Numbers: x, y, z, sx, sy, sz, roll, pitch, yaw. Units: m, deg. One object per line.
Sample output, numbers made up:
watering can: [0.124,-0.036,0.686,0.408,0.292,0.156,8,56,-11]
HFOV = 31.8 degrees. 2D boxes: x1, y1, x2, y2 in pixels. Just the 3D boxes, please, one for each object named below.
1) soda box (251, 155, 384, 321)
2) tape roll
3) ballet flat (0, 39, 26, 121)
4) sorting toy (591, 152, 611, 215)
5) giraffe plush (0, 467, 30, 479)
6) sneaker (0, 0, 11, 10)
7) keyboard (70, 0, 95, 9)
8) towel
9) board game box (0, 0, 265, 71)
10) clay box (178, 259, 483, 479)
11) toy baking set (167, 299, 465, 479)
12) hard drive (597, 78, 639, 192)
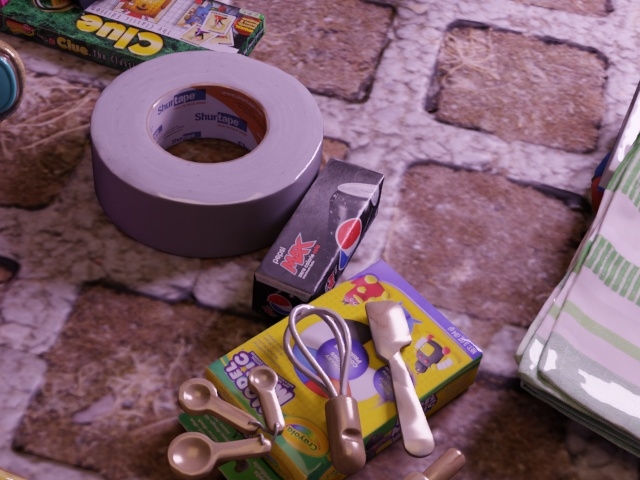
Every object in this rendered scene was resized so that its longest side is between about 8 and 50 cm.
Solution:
soda box: [0.000,0.000,1.015,0.060,0.053,0.169,21,49,12]
tape roll: [-0.107,-0.087,1.071,0.219,0.072,0.219,3,48,-3]
ballet flat: [-0.458,-0.137,1.061,0.349,0.123,0.123,-12,50,-17]
sorting toy: [0.296,-0.052,1.110,0.102,0.042,0.061,-28,68,-37]
giraffe plush: [-0.238,0.238,0.712,0.181,0.210,0.170,23,81,-1]
sneaker: [-0.382,-0.324,1.249,0.111,0.103,0.252,9,40,7]
keyboard: [-0.218,-0.332,1.250,0.100,0.038,0.192,30,62,21]
towel: [0.333,0.047,0.958,0.248,0.038,0.325,29,62,8]
board game box: [-0.205,-0.238,1.230,0.260,0.030,0.136,18,50,11]
clay box: [0.008,0.117,0.907,0.222,0.053,0.127,-30,59,-30]
toy baking set: [0.005,0.140,0.832,0.256,0.030,0.197,-31,63,-29]
hard drive: [0.446,-0.054,1.094,0.319,0.040,0.210,26,49,7]
